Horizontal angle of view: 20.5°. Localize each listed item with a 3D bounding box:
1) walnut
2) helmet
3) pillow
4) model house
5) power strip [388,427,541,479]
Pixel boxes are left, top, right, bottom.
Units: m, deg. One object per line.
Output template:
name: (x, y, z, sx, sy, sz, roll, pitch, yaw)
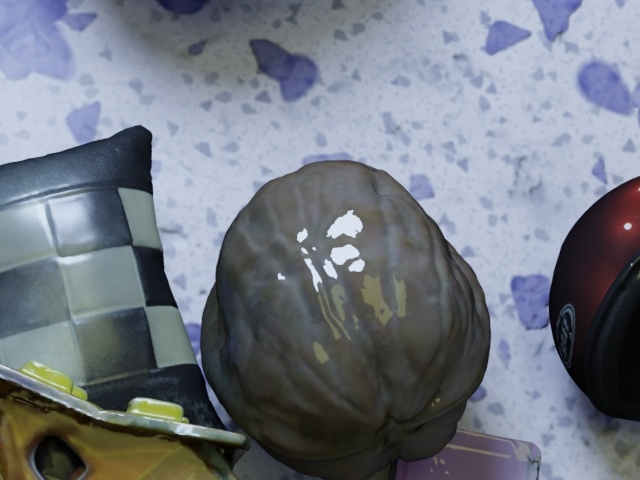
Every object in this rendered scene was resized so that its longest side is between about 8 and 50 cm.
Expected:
walnut: (0.014, 0.056, 1.250, 0.224, 0.224, 0.224, 3, 67, -8)
helmet: (0.271, 0.043, 1.308, 0.216, 0.189, 0.193, -19, 43, -20)
pillow: (-0.185, 0.049, 1.277, 0.186, 0.106, 0.250, -12, 75, -10)
model house: (-0.158, 0.239, 1.082, 0.340, 0.300, 0.324, -38, 84, -8)
power strip: (0.091, 0.263, 1.272, 0.109, 0.037, 0.279, 11, 66, -4)
